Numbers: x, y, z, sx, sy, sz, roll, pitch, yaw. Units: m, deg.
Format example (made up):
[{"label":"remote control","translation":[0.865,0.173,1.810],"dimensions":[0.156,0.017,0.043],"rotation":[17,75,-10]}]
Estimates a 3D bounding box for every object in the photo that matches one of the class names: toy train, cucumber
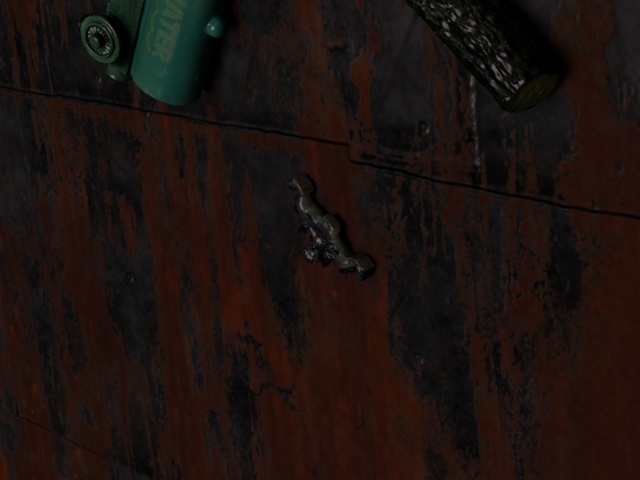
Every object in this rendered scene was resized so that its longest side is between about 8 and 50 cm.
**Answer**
[{"label":"toy train","translation":[-0.166,-0.260,1.664],"dimensions":[0.159,0.101,0.248],"rotation":[32,131,17]},{"label":"cucumber","translation":[0.102,-0.232,1.406],"dimensions":[0.293,0.067,0.067],"rotation":[50,136,22]}]

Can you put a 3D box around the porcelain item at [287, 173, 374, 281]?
[{"label":"porcelain item","translation":[0.000,0.000,1.653],"dimensions":[0.136,0.021,0.075],"rotation":[53,141,17]}]
